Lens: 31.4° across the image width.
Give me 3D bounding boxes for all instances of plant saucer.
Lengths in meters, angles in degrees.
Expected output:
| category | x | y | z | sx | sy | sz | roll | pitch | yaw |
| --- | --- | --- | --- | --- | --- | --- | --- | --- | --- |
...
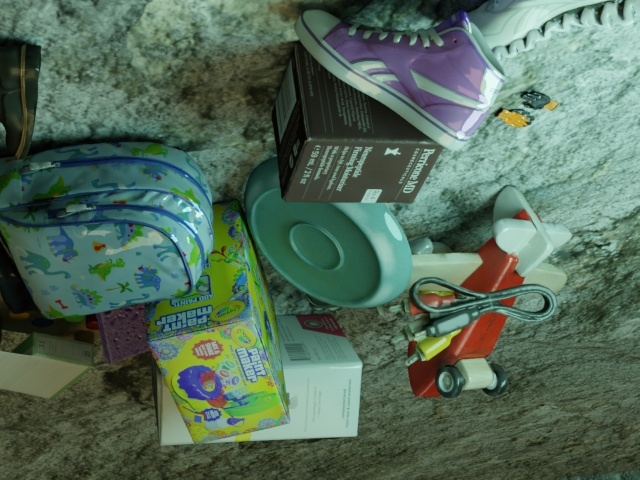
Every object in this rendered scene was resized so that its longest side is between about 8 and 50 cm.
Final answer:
| category | x | y | z | sx | sy | sz | roll | pitch | yaw |
| --- | --- | --- | --- | --- | --- | --- | --- | --- | --- |
| plant saucer | 0.000 | 0.000 | 1.856 | 0.318 | 0.043 | 0.317 | 24 | 141 | 21 |

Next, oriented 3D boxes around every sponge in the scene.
| category | x | y | z | sx | sy | sz | roll | pitch | yaw |
| --- | --- | --- | --- | --- | --- | --- | --- | --- | --- |
| sponge | -0.336 | 0.098 | 1.973 | 0.117 | 0.210 | 0.031 | -16 | -168 | -30 |

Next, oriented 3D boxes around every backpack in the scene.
| category | x | y | z | sx | sy | sz | roll | pitch | yaw |
| --- | --- | --- | --- | --- | --- | --- | --- | --- | --- |
| backpack | -0.339 | -0.018 | 1.756 | 0.356 | 0.273 | 0.290 | -16 | 133 | -9 |

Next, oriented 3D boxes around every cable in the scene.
| category | x | y | z | sx | sy | sz | roll | pitch | yaw |
| --- | --- | --- | --- | --- | --- | --- | --- | --- | --- |
| cable | 0.251 | 0.106 | 1.908 | 0.287 | 0.139 | 0.072 | -17 | -174 | -17 |

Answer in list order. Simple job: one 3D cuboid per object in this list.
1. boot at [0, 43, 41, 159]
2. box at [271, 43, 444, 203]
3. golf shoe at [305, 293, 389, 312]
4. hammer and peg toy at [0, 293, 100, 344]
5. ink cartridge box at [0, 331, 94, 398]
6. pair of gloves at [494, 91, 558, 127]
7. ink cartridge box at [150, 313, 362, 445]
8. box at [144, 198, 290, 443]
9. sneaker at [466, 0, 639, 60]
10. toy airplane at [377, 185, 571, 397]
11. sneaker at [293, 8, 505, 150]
| category | x | y | z | sx | sy | sz | roll | pitch | yaw |
| --- | --- | --- | --- | --- | --- | --- | --- | --- | --- |
| boot | -0.459 | -0.200 | 1.564 | 0.137 | 0.076 | 0.198 | 5 | 136 | -14 |
| box | 0.049 | -0.164 | 1.637 | 0.203 | 0.167 | 0.168 | 0 | 150 | -15 |
| golf shoe | 0.064 | 0.089 | 2.195 | 0.198 | 0.077 | 0.094 | -14 | 150 | 9 |
| hammer and peg toy | -0.433 | 0.126 | 2.085 | 0.361 | 0.127 | 0.266 | 14 | 145 | -34 |
| ink cartridge box | -0.550 | 0.218 | 2.042 | 0.235 | 0.056 | 0.171 | 18 | 144 | -33 |
| pair of gloves | 0.326 | -0.206 | 1.793 | 0.074 | 0.010 | 0.083 | 15 | 143 | -35 |
| ink cartridge box | -0.137 | 0.266 | 2.236 | 0.385 | 0.279 | 0.160 | 0 | 108 | -12 |
| box | -0.176 | 0.139 | 1.937 | 0.177 | 0.279 | 0.290 | -13 | 135 | 2 |
| sneaker | 0.290 | -0.324 | 1.499 | 0.292 | 0.110 | 0.118 | -15 | 126 | 25 |
| toy airplane | 0.268 | 0.067 | 2.063 | 0.384 | 0.272 | 0.386 | -36 | 135 | -12 |
| sneaker | 0.114 | -0.261 | 1.505 | 0.282 | 0.102 | 0.161 | 32 | 118 | -2 |
